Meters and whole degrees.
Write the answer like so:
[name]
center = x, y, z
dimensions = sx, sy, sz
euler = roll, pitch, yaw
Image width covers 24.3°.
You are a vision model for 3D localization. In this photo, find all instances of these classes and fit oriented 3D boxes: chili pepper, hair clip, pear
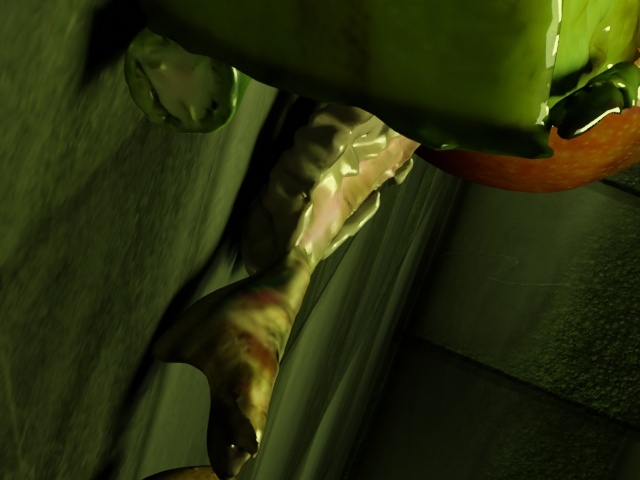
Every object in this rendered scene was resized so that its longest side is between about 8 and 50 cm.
[chili pepper]
center = -0.023, -0.081, 0.526
dimensions = 0.052, 0.050, 0.202
euler = -54, 179, 19
[hair clip]
center = -0.007, -0.003, 0.789
dimensions = 0.173, 0.069, 0.300
euler = -55, -178, 44
[pear]
center = 0.049, -0.174, 0.369
dimensions = 0.238, 0.164, 0.255
euler = -39, 147, -56

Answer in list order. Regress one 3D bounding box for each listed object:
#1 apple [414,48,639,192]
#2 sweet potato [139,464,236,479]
[apple]
center = 0.141, -0.138, 0.976
dimensions = 0.230, 0.230, 0.230
euler = 22, 90, -84
[sweet potato]
center = -0.107, 0.174, 0.632
dimensions = 0.274, 0.067, 0.067
euler = -49, 161, -55
